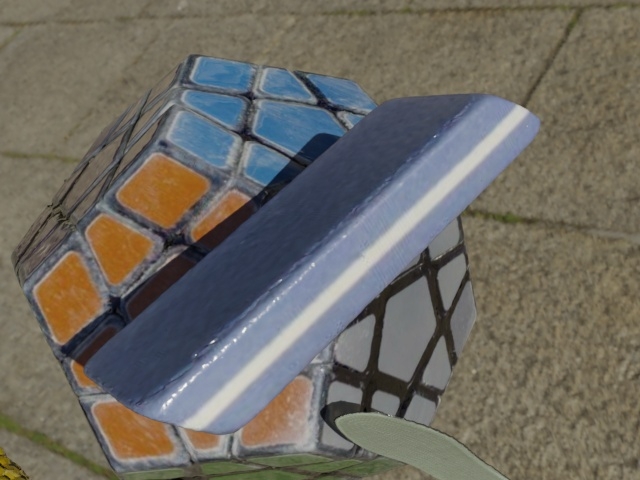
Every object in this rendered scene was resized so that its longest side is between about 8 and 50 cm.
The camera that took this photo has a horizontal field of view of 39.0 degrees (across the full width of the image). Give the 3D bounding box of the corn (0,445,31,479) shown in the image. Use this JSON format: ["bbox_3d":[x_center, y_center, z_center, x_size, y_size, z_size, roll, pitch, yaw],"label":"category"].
[{"bbox_3d":[-0.170,0.230,0.524,0.101,0.101,0.291,-38,69,-9],"label":"corn"}]

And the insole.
[{"bbox_3d":[0.063,0.122,0.506,0.053,0.153,0.002,-18,51,32],"label":"insole"}]

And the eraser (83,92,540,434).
[{"bbox_3d":[0.000,0.000,0.400,0.225,0.036,0.082,-43,27,-22],"label":"eraser"}]

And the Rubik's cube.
[{"bbox_3d":[-0.050,0.033,0.623,0.319,0.264,0.319,15,35,-11],"label":"Rubik's cube"}]
